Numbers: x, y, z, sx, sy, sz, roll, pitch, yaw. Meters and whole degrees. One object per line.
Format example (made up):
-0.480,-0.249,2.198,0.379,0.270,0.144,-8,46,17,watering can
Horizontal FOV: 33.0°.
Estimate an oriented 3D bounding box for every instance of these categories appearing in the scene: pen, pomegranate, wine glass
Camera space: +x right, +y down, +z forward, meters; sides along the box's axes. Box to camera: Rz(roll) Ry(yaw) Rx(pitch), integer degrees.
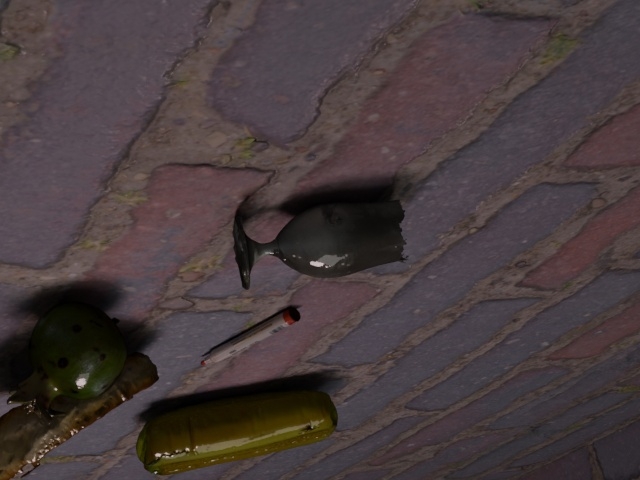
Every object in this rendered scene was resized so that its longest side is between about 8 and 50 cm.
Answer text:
-0.119,0.161,1.757,0.218,0.026,0.026,-30,151,32,pen
-0.342,0.170,1.484,0.149,0.169,0.148,25,169,5,pomegranate
0.000,0.000,1.385,0.222,0.103,0.103,-9,155,-11,wine glass

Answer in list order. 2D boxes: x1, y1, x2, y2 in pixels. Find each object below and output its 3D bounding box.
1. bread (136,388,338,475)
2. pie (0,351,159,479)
-0.157,0.349,2.036,0.384,0.112,0.166,-10,158,-11,bread
-0.385,0.260,1.650,0.315,0.092,0.315,-30,180,0,pie
